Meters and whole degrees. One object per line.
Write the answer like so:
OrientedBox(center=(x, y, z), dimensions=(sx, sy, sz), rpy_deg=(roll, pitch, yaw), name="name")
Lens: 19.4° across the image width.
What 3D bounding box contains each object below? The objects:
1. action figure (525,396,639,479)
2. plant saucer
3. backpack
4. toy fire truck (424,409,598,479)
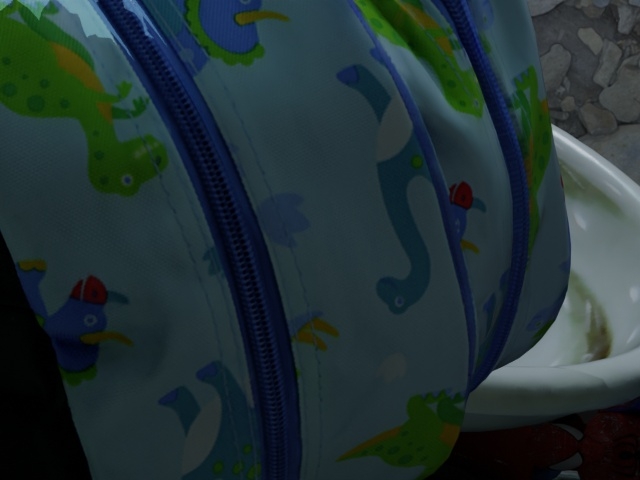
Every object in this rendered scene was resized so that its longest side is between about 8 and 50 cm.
OrientedBox(center=(0.255, 0.126, 1.019), dimensions=(0.280, 0.091, 0.139), rpy_deg=(8, -14, -12), name="action figure")
OrientedBox(center=(0.000, 0.000, 0.982), dimensions=(0.401, 0.100, 0.400), rpy_deg=(16, 25, -8), name="plant saucer")
OrientedBox(center=(-0.089, -0.026, 0.606), dimensions=(0.273, 0.290, 0.355), rpy_deg=(-14, 16, -12), name="backpack")
OrientedBox(center=(0.065, 0.086, 1.219), dimensions=(0.302, 0.169, 0.254), rpy_deg=(8, -20, 21), name="toy fire truck")
